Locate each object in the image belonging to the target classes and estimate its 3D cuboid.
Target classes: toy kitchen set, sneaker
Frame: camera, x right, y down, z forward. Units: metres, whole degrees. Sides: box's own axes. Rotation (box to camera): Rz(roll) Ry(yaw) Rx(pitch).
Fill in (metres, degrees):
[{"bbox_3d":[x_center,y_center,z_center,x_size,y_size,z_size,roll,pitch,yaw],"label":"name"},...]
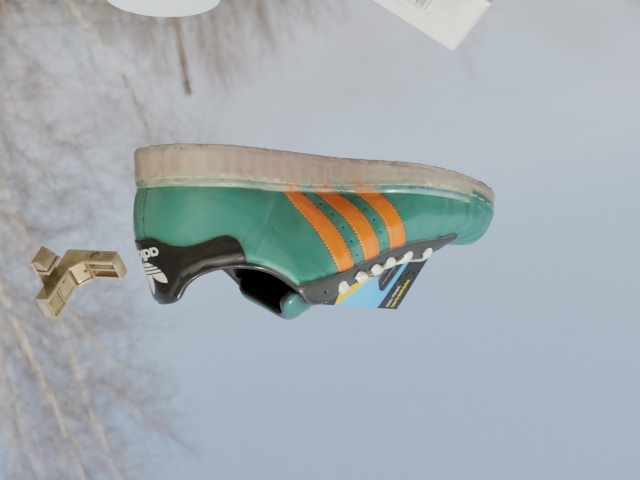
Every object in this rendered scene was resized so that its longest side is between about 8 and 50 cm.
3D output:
[{"bbox_3d":[-0.285,0.039,1.391,0.075,0.068,0.083,2,-135,25],"label":"toy kitchen set"},{"bbox_3d":[0.000,0.000,0.900,0.302,0.121,0.108,3,175,-28],"label":"sneaker"}]

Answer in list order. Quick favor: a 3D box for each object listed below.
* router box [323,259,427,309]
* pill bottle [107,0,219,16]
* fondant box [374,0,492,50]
[{"bbox_3d":[0.070,0.021,1.589,0.133,0.179,0.046,5,-130,-19],"label":"router box"},{"bbox_3d":[-0.229,-0.529,1.763,0.204,0.361,0.204,0,172,0],"label":"pill bottle"},{"bbox_3d":[0.133,-0.423,1.526,0.096,0.238,0.330,-51,-170,46],"label":"fondant box"}]
